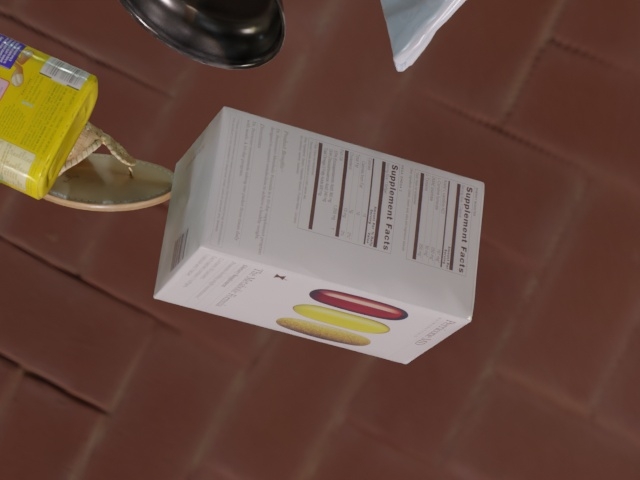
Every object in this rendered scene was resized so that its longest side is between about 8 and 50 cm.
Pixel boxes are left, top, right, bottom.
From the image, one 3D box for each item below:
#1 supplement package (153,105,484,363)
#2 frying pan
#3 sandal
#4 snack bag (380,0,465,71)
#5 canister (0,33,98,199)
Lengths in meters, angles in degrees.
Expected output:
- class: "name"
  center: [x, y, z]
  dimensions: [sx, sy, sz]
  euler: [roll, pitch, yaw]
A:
- class: "supplement package"
  center: [0.000, 0.000, 1.593]
  dimensions: [0.244, 0.139, 0.134]
  euler: [15, 65, -17]
- class: "frying pan"
  center: [-0.114, -0.278, 1.712]
  dimensions: [0.197, 0.326, 0.053]
  euler: [23, 58, 13]
- class: "sandal"
  center: [-0.251, -0.089, 1.720]
  dimensions: [0.240, 0.079, 0.088]
  euler: [8, 35, 5]
- class: "snack bag"
  center: [0.160, -0.322, 1.620]
  dimensions: [0.342, 0.037, 0.323]
  euler: [-47, 24, 20]
- class: "canister"
  center: [-0.291, -0.121, 1.599]
  dimensions: [0.170, 0.073, 0.126]
  euler: [24, 68, 3]
